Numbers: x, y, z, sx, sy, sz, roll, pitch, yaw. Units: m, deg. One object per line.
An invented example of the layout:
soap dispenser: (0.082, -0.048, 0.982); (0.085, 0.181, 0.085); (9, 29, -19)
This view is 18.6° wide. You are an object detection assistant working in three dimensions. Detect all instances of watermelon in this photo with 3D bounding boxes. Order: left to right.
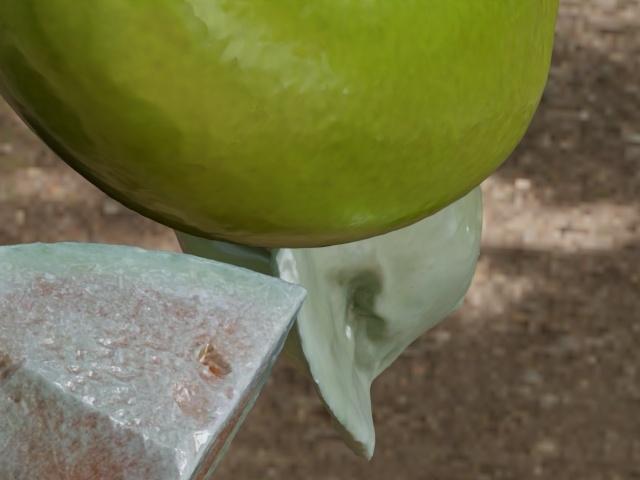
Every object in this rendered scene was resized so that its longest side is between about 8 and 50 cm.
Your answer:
watermelon: (-0.110, 0.127, 0.998); (0.289, 0.320, 0.213); (-31, 30, -13)

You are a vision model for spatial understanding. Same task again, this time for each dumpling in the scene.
dumpling: (0.010, -0.023, 1.326); (0.212, 0.320, 0.270); (-44, 22, -6)

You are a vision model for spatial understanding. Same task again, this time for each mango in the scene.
mango: (-0.019, -0.086, 0.646); (0.149, 0.185, 0.273); (-8, 8, 33)
